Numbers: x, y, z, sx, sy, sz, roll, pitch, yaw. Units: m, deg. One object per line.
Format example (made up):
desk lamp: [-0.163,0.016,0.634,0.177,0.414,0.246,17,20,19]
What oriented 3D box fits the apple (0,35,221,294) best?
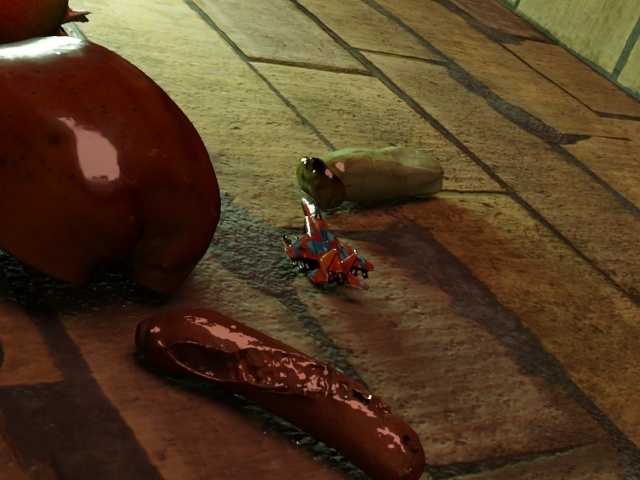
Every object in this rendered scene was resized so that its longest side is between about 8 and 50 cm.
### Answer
apple: [-0.289,-0.079,1.223,0.329,0.295,0.365,-32,51,-23]

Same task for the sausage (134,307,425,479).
sausage: [-0.037,0.150,1.091,0.327,0.079,0.087,28,52,7]

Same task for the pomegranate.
pomegranate: [-0.447,-0.339,1.517,0.257,0.221,0.221,30,22,-26]

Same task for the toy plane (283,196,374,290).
toy plane: [-0.001,0.003,1.413,0.130,0.061,0.189,9,26,-25]

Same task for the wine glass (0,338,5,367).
wine glass: [-0.369,0.046,0.988,0.103,0.103,0.231,5,29,-33]

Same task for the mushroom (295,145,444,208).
mushroom: [0.084,-0.105,1.658,0.100,0.081,0.312,45,32,26]
